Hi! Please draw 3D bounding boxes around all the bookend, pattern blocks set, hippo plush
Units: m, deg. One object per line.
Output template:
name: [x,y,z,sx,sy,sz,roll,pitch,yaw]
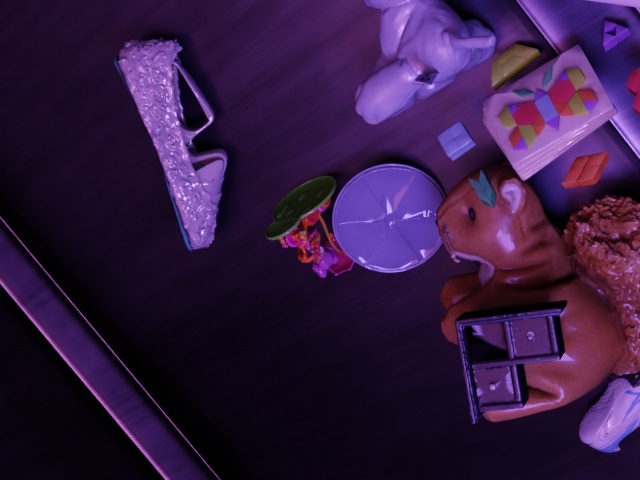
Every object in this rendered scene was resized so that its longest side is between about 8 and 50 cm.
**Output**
bookend: [0.289,0.177,1.626,0.156,0.072,0.157,-8,94,20]
pattern blocks set: [0.336,-0.191,1.640,0.325,0.026,0.285,-43,49,8]
hippo plush: [0.110,-0.328,1.667,0.234,0.294,0.237,-31,90,14]

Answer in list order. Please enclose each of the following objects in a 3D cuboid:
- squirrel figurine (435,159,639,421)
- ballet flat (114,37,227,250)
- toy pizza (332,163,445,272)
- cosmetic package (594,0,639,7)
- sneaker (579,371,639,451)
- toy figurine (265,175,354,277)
squirrel figurine: [0.371,0.044,1.757,0.396,0.281,0.371,-15,97,18]
ballet flat: [-0.244,-0.175,2.014,0.147,0.147,0.409,-8,112,31]
toy pizza: [0.120,-0.040,1.916,0.201,0.032,0.201,0,113,0]
cosmetic package: [0.419,-0.439,1.509,0.384,0.156,0.217,14,121,20]
sneaker: [0.524,0.261,1.870,0.086,0.085,0.237,18,122,-18]
toy figurine: [0.000,0.000,1.964,0.130,0.173,0.159,-9,123,44]
